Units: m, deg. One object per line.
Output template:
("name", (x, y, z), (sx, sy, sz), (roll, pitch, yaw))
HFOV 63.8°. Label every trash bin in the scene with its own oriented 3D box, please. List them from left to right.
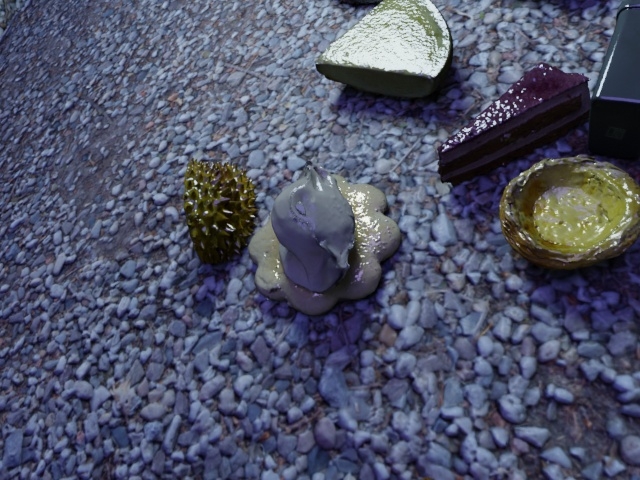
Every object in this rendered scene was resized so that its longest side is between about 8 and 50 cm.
("trash bin", (0.519, -0.275, 0.846), (0.101, 0.177, 0.236), (18, 75, 30))

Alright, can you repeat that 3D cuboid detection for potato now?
("potato", (0.170, -0.379, 1.100), (0.269, 0.112, 0.255), (-42, 59, 1))

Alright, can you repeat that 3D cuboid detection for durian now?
("durian", (-0.228, -0.084, 1.090), (0.154, 0.186, 0.260), (-25, 68, 17))

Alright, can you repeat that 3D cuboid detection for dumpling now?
("dumpling", (-0.027, -0.020, 0.928), (0.172, 0.142, 0.247), (-39, 52, 44))

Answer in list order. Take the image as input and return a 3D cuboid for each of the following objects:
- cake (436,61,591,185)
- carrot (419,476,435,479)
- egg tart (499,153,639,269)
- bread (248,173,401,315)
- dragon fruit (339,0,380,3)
("cake", (0.334, -0.208, 0.929), (0.295, 0.116, 0.113), (-31, 51, 2))
("carrot", (0.088, 0.443, 0.640), (0.254, 0.196, 0.196), (-38, 54, 9))
("egg tart", (0.394, -0.040, 0.821), (0.212, 0.090, 0.212), (-9, 62, 18))
("bread", (0.000, 0.000, 0.998), (0.316, 0.054, 0.316), (-12, 57, 18))
("dragon fruit", (0.096, -0.741, 1.270), (0.204, 0.221, 0.283), (-38, 57, -7))
